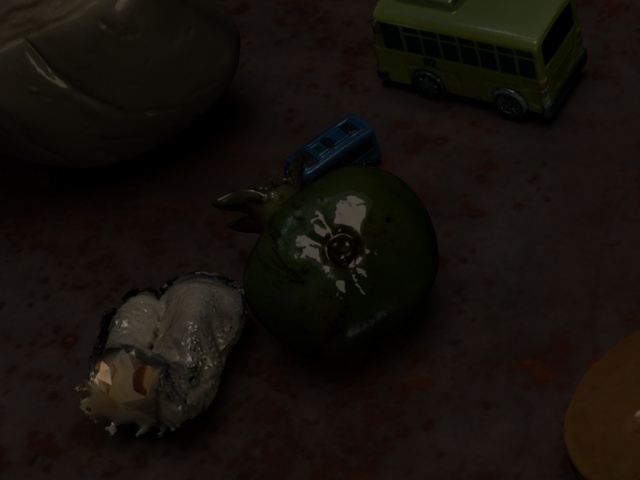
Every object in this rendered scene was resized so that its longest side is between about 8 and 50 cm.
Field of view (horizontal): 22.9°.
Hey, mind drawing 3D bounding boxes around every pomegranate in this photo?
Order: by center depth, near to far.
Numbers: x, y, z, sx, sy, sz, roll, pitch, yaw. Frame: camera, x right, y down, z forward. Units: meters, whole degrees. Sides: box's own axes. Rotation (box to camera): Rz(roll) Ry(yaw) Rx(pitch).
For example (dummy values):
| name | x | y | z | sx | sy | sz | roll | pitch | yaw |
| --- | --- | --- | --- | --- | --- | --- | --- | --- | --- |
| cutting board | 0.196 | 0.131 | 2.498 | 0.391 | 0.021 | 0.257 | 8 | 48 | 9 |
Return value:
| name | x | y | z | sx | sy | sz | roll | pitch | yaw |
| --- | --- | --- | --- | --- | --- | --- | --- | --- | --- |
| pomegranate | 0.000 | 0.000 | 1.228 | 0.152 | 0.131 | 0.191 | -31 | 42 | -8 |

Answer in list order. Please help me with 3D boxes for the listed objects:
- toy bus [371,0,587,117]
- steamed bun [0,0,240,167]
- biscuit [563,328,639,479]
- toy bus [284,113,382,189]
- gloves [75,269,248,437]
| name | x | y | z | sx | sy | sz | roll | pitch | yaw |
| --- | --- | --- | --- | --- | --- | --- | --- | --- | --- |
| toy bus | 0.133 | -0.177 | 1.366 | 0.175 | 0.101 | 0.088 | 16 | 55 | 30 |
| steamed bun | -0.275 | -0.192 | 1.408 | 0.383 | 0.247 | 0.236 | 33 | 85 | 32 |
| biscuit | 0.311 | 0.117 | 1.006 | 0.275 | 0.052 | 0.355 | -40 | 31 | -24 |
| toy bus | 0.009 | -0.068 | 1.340 | 0.083 | 0.046 | 0.038 | -36 | 49 | -18 |
| gloves | -0.120 | 0.083 | 1.226 | 0.114 | 0.070 | 0.153 | -2 | 42 | 25 |
